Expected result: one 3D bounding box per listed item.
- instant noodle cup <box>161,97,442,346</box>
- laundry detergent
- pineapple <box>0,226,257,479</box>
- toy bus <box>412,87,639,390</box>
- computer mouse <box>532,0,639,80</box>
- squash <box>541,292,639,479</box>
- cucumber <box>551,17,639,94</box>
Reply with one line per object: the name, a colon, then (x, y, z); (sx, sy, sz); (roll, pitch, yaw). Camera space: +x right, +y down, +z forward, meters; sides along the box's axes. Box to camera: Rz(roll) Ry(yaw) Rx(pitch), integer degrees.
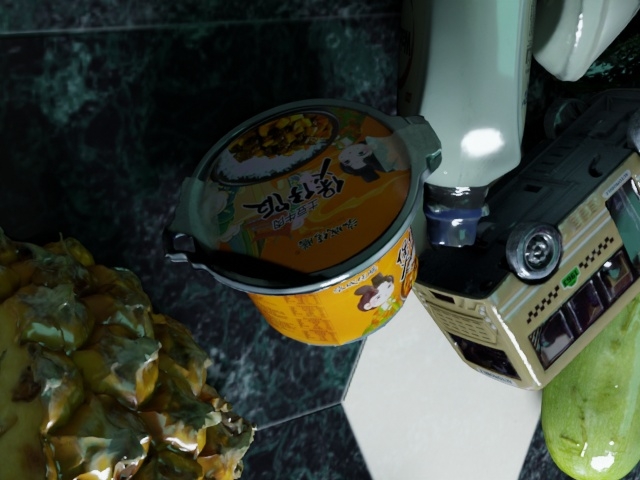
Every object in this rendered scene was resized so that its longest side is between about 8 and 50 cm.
instant noodle cup: (0.000, 0.000, 0.941); (0.125, 0.208, 0.178); (67, 17, -48)
laundry detergent: (0.114, -0.138, 1.003); (0.105, 0.215, 0.281); (2, 105, 1)
pineapple: (-0.103, 0.162, 0.847); (0.286, 0.209, 0.344); (-1, 101, -43)
toy bus: (0.228, -0.008, 1.136); (0.289, 0.139, 0.157); (-42, 117, -20)
computer mouse: (0.247, -0.264, 1.061); (0.331, 0.095, 0.197); (-59, 161, -48)
squash: (0.303, 0.062, 1.275); (0.118, 0.118, 0.371); (14, 87, -45)
cucumber: (0.320, -0.192, 1.254); (0.245, 0.067, 0.067); (-27, 119, -37)
